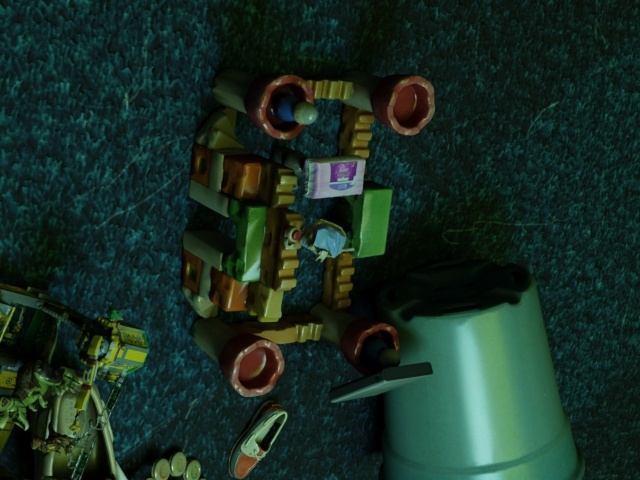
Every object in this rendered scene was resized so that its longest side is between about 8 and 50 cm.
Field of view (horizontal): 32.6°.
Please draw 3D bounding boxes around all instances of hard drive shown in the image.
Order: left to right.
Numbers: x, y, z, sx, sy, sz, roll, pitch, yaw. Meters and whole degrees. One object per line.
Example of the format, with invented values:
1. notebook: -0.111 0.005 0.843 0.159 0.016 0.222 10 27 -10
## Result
1. hard drive: 0.087 0.208 1.609 0.094 0.135 0.022 -4 74 -37

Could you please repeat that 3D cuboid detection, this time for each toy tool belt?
1. toy tool belt: 0.000 0.000 1.393 0.083 0.051 0.052 11 97 -41

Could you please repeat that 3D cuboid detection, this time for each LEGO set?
1. LEGO set: -0.384 0.189 1.321 0.331 0.255 0.192 -59 148 4

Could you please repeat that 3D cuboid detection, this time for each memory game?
1. memory game: -0.220 0.408 1.629 0.186 0.012 0.186 -2 92 -59

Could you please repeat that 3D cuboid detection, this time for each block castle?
1. block castle: -0.008 -0.019 1.551 0.303 0.213 0.453 -4 110 -35

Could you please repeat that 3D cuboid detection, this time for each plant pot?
1. plant pot: 0.238 0.226 1.769 0.341 0.341 0.334 -20 110 -30

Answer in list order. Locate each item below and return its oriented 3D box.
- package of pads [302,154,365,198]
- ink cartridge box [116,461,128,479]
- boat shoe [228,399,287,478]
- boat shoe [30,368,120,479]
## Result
1. package of pads: 0.016 -0.082 1.392 0.083 0.032 0.050 -8 111 -38
2. ink cartridge box: -0.367 0.464 1.566 0.275 0.060 0.239 -36 124 -21
3. boat shoe: -0.098 0.317 1.720 0.049 0.043 0.137 32 88 -42
4. boat shoe: -0.323 0.343 1.451 0.122 0.110 0.341 -9 91 -24
